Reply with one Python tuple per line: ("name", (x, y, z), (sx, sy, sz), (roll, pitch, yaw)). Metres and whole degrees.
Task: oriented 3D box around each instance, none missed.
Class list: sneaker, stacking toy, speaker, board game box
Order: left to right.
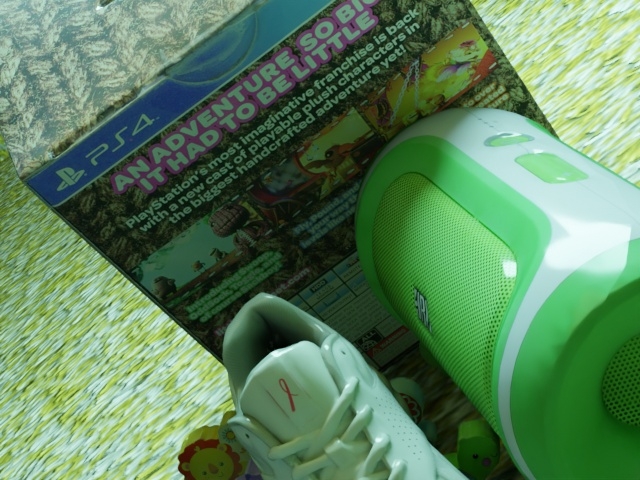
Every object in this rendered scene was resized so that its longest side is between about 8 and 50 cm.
("board game box", (-0.013, -0.065, 0.943), (0.232, 0.291, 0.141), (-36, 46, 5))
("stacking toy", (0.003, 0.114, 0.886), (0.221, 0.052, 0.167), (-32, 16, 18))
("sneaker", (0.010, 0.102, 0.718), (0.090, 0.115, 0.232), (-41, 36, -4))
("speaker", (0.102, 0.022, 0.755), (0.131, 0.131, 0.296), (-38, 20, -1))
